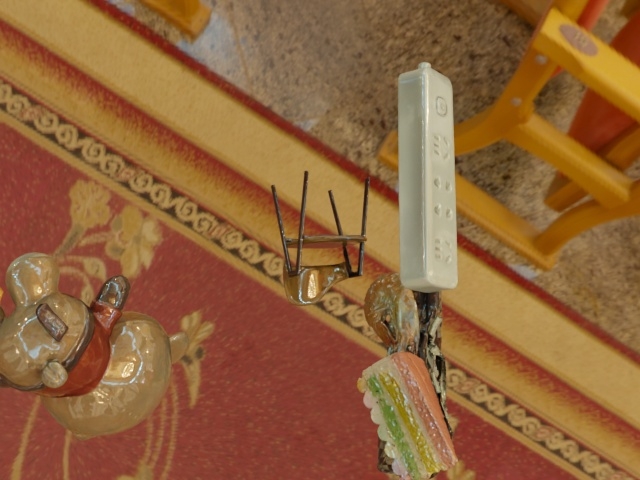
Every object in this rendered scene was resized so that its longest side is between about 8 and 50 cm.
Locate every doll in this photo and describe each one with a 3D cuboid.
[{"bbox_3d":[-0.326,0.157,1.157,0.235,0.330,0.174,-44,53,-1],"label":"doll"}]

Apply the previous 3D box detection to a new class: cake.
[{"bbox_3d":[0.138,0.290,1.410,0.090,0.109,0.225,38,25,-39],"label":"cake"}]

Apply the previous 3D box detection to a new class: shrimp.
[{"bbox_3d":[0.150,0.166,1.761,0.051,0.115,0.217,29,42,-48],"label":"shrimp"}]

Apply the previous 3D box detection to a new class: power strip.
[{"bbox_3d":[0.174,-0.110,1.375,0.091,0.062,0.385,13,73,-46],"label":"power strip"}]

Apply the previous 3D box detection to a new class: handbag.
[{"bbox_3d":[0.222,0.302,1.973,0.180,0.317,0.416,5,55,3],"label":"handbag"}]

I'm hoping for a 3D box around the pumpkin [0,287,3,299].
[{"bbox_3d":[-0.541,0.116,1.353,0.035,0.073,0.101,46,34,-27],"label":"pumpkin"}]

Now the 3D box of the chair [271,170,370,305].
[{"bbox_3d":[0.000,0.000,1.716,0.159,0.172,0.247,2,78,-35],"label":"chair"}]
